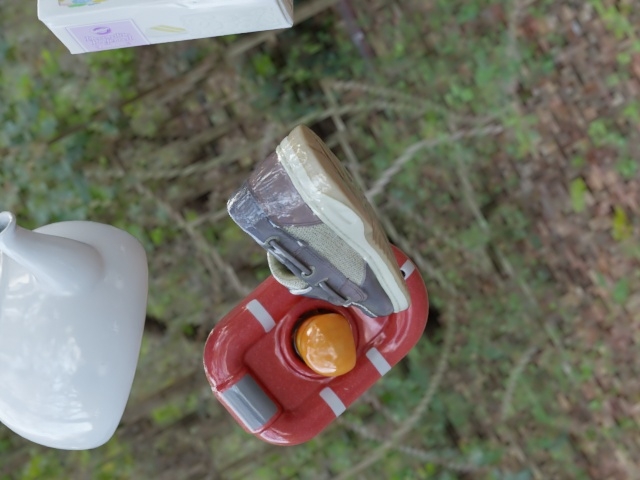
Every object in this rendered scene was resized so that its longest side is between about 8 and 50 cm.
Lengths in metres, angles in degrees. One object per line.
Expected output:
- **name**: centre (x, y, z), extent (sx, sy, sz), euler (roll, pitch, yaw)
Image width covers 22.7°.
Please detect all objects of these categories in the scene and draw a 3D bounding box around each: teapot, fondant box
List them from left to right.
- **teapot**: centre (-0.292, 0.091, 1.628), extent (0.252, 0.187, 0.256), euler (-150, 71, -73)
- **fondant box**: centre (-0.158, -0.369, 1.615), extent (0.096, 0.238, 0.330), euler (58, -152, -69)

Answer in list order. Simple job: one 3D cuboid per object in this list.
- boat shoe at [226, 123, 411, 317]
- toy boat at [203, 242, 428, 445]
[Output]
- **boat shoe**: centre (0.000, 0.000, 1.260), extent (0.103, 0.092, 0.285), euler (64, -175, 23)
- **toy boat**: centre (0.004, 0.095, 1.542), extent (0.151, 0.231, 0.151), euler (50, 173, -9)
